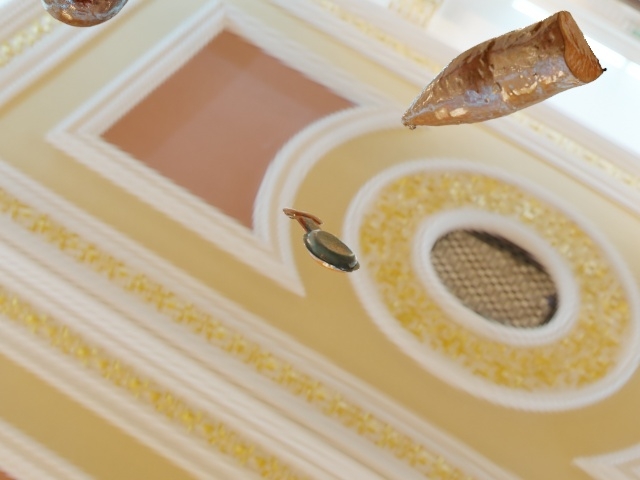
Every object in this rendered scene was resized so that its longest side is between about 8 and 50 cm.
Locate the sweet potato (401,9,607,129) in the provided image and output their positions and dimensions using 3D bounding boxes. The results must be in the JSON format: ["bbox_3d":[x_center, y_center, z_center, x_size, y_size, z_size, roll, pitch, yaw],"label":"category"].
[{"bbox_3d":[0.258,-0.241,1.980,0.131,0.337,0.131,17,-114,-42],"label":"sweet potato"}]

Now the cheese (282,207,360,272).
[{"bbox_3d":[0.000,-0.001,1.072,0.047,0.017,0.111,18,-161,-29],"label":"cheese"}]

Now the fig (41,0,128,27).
[{"bbox_3d":[-0.266,-0.303,1.478,0.109,0.103,0.154,-26,-143,7],"label":"fig"}]
